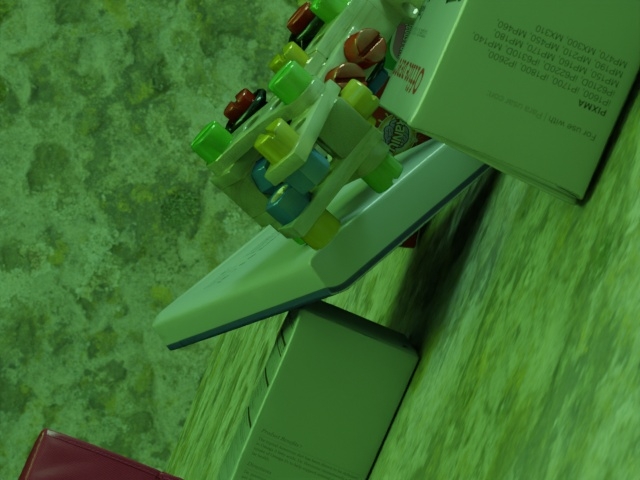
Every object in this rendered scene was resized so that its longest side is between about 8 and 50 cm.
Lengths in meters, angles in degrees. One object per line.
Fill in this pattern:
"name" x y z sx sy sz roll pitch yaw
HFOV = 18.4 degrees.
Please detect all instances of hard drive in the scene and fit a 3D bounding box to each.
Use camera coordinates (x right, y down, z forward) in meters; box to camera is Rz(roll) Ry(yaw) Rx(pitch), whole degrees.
"hard drive" 0.000 0.000 1.672 0.210 0.040 0.319 -39 8 -28

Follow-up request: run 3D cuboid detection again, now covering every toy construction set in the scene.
"toy construction set" 0.031 -0.124 1.548 0.328 0.151 0.215 -40 8 -30

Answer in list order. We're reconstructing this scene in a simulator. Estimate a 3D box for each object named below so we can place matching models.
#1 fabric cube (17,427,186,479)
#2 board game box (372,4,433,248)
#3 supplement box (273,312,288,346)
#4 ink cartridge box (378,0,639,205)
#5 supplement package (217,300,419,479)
"fabric cube" -0.223 0.387 1.972 0.254 0.259 0.258 122 167 -54
"board game box" 0.088 -0.190 1.839 0.242 0.064 0.316 -75 -8 -52
"supplement box" -0.032 0.122 2.318 0.098 0.036 0.062 -76 11 -58
"ink cartridge box" 0.162 -0.198 1.316 0.226 0.131 0.306 -113 48 -82
"supplement package" -0.005 0.147 1.628 0.105 0.105 0.179 -116 49 -83
